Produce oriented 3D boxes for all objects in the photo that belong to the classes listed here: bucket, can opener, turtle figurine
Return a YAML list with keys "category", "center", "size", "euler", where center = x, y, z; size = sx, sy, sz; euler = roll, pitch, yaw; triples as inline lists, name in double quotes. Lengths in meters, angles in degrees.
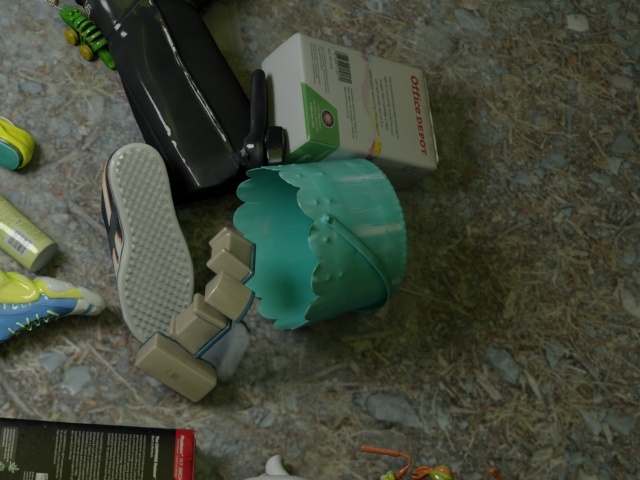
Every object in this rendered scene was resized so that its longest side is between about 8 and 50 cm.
- category: "bucket"
  center: [0.000, 0.000, 1.751]
  size: [0.183, 0.281, 0.281]
  euler: [-10, 71, -27]
- category: "can opener"
  center: [-0.097, -0.194, 1.804]
  size: [0.073, 0.059, 0.186]
  euler: [-2, 61, -8]
- category: "turtle figurine"
  center: [0.159, 0.435, 1.709]
  size: [0.270, 0.087, 0.217]
  euler: [22, 72, -14]

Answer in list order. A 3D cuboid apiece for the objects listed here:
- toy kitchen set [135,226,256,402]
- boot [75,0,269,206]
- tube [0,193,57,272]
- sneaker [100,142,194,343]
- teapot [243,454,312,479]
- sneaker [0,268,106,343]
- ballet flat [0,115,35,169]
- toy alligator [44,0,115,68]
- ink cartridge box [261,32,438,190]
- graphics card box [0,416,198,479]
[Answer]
- category: "toy kitchen set"
  center: [-0.170, 0.114, 1.719]
  size: [0.122, 0.207, 0.166]
  euler: [37, 26, -24]
- category: "boot"
  center: [-0.177, -0.308, 1.897]
  size: [0.367, 0.146, 0.445]
  euler: [-24, 77, -25]
- category: "tube"
  center: [-0.526, -0.045, 1.753]
  size: [0.240, 0.062, 0.070]
  euler: [37, 21, 8]
- category: "sneaker"
  center: [-0.277, 0.005, 1.766]
  size: [0.126, 0.127, 0.321]
  euler: [-7, 95, -18]
- category: "teapot"
  center: [-0.093, 0.425, 1.569]
  size: [0.187, 0.256, 0.252]
  euler: [39, 74, 11]
- category: "sneaker"
  center: [-0.458, 0.112, 1.699]
  size: [0.240, 0.091, 0.126]
  euler: [13, 84, -9]
- category: "ballet flat"
  center: [-0.569, -0.195, 1.799]
  size: [0.231, 0.077, 0.077]
  euler: [30, 43, -4]
- category: "toy alligator"
  center: [-0.418, -0.375, 1.915]
  size: [0.056, 0.051, 0.189]
  euler: [-39, 82, -25]
- category: "ink cartridge box"
  center: [0.051, -0.212, 1.883]
  size: [0.278, 0.117, 0.201]
  euler: [9, 64, -35]
- category: "graphics card box"
  center: [-0.371, 0.382, 1.592]
  size: [0.371, 0.094, 0.232]
  euler: [5, 67, -13]
